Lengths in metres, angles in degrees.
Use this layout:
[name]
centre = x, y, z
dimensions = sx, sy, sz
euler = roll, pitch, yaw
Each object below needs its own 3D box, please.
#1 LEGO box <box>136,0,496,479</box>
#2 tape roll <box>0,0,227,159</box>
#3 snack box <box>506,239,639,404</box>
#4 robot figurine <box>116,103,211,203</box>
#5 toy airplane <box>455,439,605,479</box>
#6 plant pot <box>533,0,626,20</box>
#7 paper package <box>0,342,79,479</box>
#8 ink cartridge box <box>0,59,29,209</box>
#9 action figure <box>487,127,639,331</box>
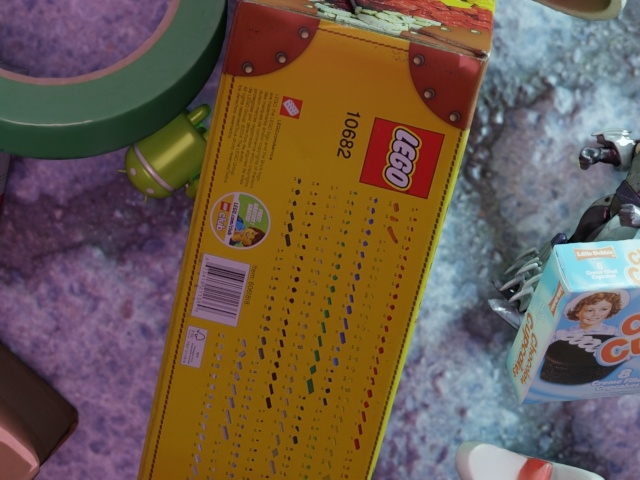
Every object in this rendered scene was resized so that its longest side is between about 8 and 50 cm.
[LEGO box]
centre = 0.000, 0.000, 1.336
dimensions = 0.193, 0.372, 0.500
euler = 15, 113, 2
[tape roll]
centre = -0.249, -0.235, 1.436
dimensions = 0.321, 0.077, 0.321
euler = 2, 68, -5
[snack box]
centre = 0.353, 0.072, 1.437
dimensions = 0.322, 0.060, 0.187
euler = -4, 142, -13
[robot figurine]
centre = -0.150, -0.089, 1.535
dimensions = 0.115, 0.067, 0.101
euler = -38, 97, 9
[toy airplane]
centre = 0.182, 0.392, 1.472
dimensions = 0.386, 0.272, 0.384
euler = -23, 120, -15
[plant pot]
centre = 0.219, -0.418, 1.357
dimensions = 0.334, 0.334, 0.305
euler = 36, 88, -2
[paper package]
centre = -0.470, 0.200, 1.553
dimensions = 0.325, 0.168, 0.309
euler = 42, 101, -4
[ink cartridge box]
centre = -0.382, -0.101, 1.518
dimensions = 0.127, 0.128, 0.176
euler = 14, 99, 2
[action figure]
centre = 0.288, -0.024, 1.471
dimensions = 0.099, 0.185, 0.285
euler = 38, 107, -17
